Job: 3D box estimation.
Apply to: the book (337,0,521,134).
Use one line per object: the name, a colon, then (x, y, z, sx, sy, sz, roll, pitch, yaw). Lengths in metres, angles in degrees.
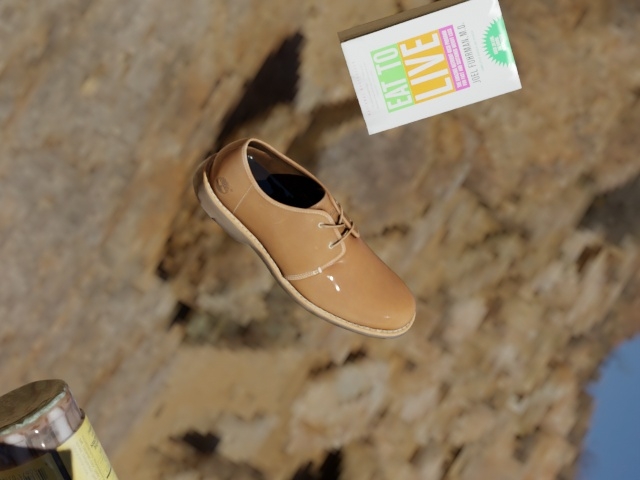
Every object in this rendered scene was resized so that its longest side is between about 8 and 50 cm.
book: (0.098, -0.161, 1.734, 0.144, 0.096, 0.035, -18, -157, 2)

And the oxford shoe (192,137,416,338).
oxford shoe: (0.000, 0.000, 1.511, 0.076, 0.212, 0.076, -35, -158, 48)

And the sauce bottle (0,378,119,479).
sauce bottle: (-0.208, 0.295, 1.767, 0.111, 0.344, 0.111, -20, -162, 7)
